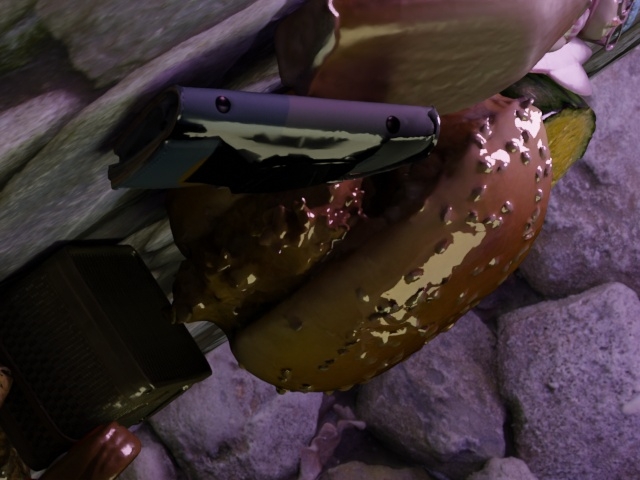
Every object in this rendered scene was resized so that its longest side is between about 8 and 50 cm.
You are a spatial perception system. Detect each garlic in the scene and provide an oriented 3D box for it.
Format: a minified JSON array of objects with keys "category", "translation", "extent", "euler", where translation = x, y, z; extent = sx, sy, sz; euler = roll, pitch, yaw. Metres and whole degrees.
[{"category":"garlic","translation":[0.084,-0.169,1.553],"extent":[0.318,0.112,0.143],"euler":[-20,152,-43]}]

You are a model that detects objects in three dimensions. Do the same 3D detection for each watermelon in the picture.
[{"category":"watermelon","translation":[0.134,-0.092,2.181],"extent":[0.331,0.189,0.331],"euler":[-39,160,-17]}]

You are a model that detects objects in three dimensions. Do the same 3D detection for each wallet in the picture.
[{"category":"wallet","translation":[-0.038,-0.069,1.492],"extent":[0.231,0.069,0.170],"euler":[2,166,-26]}]

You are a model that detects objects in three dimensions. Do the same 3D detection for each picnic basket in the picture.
[{"category":"picnic basket","translation":[-0.225,0.106,1.831],"extent":[0.139,0.165,0.266],"euler":[-34,174,9]}]

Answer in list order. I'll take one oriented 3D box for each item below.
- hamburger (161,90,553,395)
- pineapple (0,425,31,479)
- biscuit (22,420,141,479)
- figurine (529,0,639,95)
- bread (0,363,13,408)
[{"category":"hamburger","translation":[0.000,0.000,1.808],"extent":[0.287,0.268,0.445],"euler":[-25,171,-41]},{"category":"pineapple","translation":[-0.406,0.247,2.046],"extent":[0.193,0.166,0.166],"euler":[-17,175,1]},{"category":"biscuit","translation":[-0.266,0.252,1.598],"extent":[0.283,0.064,0.432],"euler":[-46,180,19]},{"category":"figurine","translation":[0.246,-0.254,1.976],"extent":[0.260,0.103,0.205],"euler":[-25,134,-49]},{"category":"bread","translation":[-0.369,0.241,1.569],"extent":[0.315,0.279,0.248],"euler":[5,139,-49]}]
